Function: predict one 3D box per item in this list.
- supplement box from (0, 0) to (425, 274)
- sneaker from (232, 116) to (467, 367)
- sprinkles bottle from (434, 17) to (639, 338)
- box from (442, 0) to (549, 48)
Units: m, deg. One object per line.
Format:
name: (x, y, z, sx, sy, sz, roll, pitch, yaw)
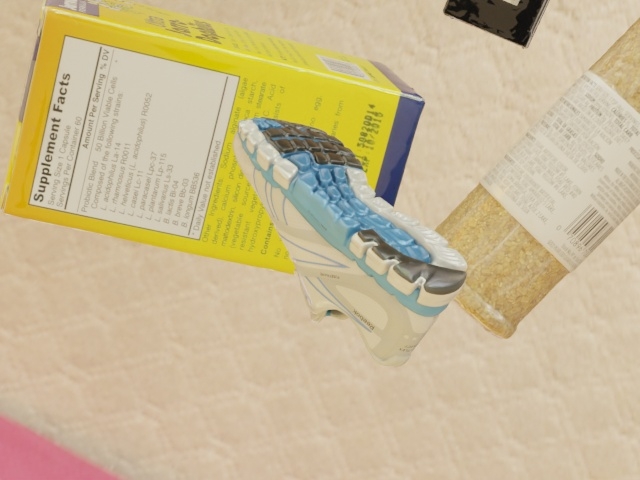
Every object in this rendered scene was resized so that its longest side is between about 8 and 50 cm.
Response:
supplement box: (-0.109, -0.104, 1.351, 0.357, 0.195, 0.194, 13, 104, -13)
sneaker: (0.000, 0.000, 0.800, 0.071, 0.190, 0.083, -3, 128, -37)
sprinkles bottle: (0.242, -0.076, 1.232, 0.121, 0.121, 0.355, 42, 97, -10)
box: (0.227, -0.327, 1.646, 0.108, 0.207, 0.153, 23, 111, 3)
